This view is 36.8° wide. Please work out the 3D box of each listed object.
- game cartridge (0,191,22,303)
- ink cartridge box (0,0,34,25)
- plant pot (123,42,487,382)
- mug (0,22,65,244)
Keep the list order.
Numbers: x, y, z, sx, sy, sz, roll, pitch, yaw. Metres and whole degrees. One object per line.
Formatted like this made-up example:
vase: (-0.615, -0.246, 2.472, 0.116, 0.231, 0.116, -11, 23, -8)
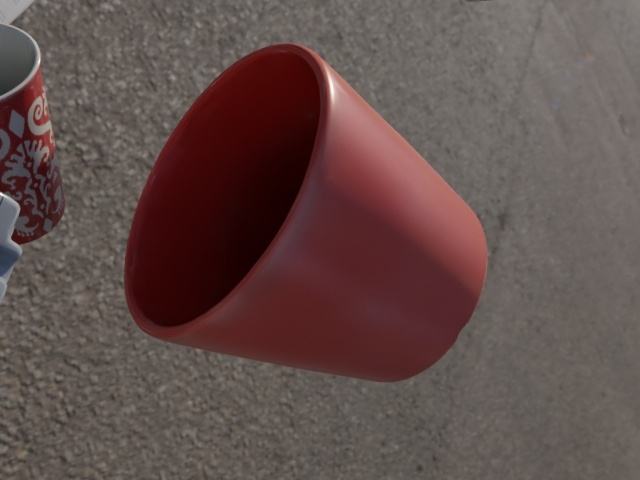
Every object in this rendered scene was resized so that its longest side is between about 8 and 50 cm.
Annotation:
game cartridge: (-0.273, 0.115, 0.516, 0.062, 0.198, 0.297, 38, 59, -40)
ink cartridge box: (-0.380, -0.234, 0.868, 0.175, 0.069, 0.371, 61, 39, -31)
plant pot: (0.000, 0.000, 0.865, 0.243, 0.275, 0.275, 28, 46, -33)
mug: (-0.289, -0.072, 0.805, 0.150, 0.113, 0.169, -45, 153, -31)
